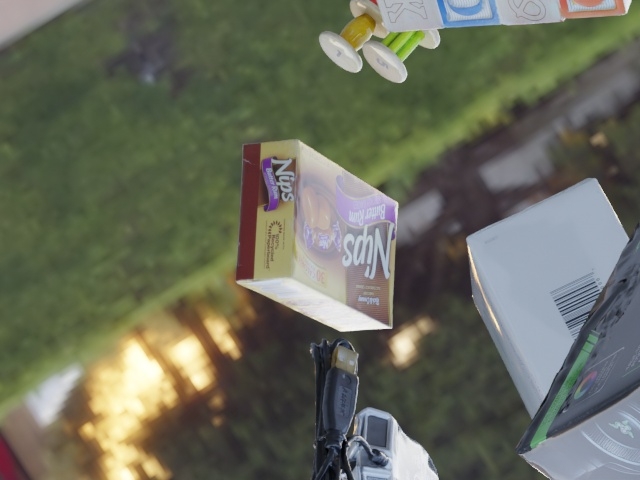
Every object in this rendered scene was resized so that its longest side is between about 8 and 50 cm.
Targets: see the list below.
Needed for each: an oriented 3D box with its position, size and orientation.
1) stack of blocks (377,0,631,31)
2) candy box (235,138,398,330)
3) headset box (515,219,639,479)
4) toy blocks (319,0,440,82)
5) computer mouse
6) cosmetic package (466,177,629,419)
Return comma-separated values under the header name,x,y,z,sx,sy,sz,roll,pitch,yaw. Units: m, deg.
name,x,y,z,sx,sy,sz,roll,pitch,yaw
stack of blocks,0.093,-0.283,1.194,0.171,0.297,0.087,-2,-141,25
candy box,0.000,0.000,1.462,0.053,0.109,0.186,-5,164,27
headset box,0.233,-0.002,0.776,0.246,0.131,0.283,-57,-174,-30
toy blocks,0.085,-0.229,1.851,0.148,0.054,0.123,-49,-143,-18
computer mouse,0.025,0.131,1.018,0.042,0.106,0.193,-9,152,15
cosmetic package,0.244,0.094,1.775,0.138,0.224,0.225,-25,163,0
